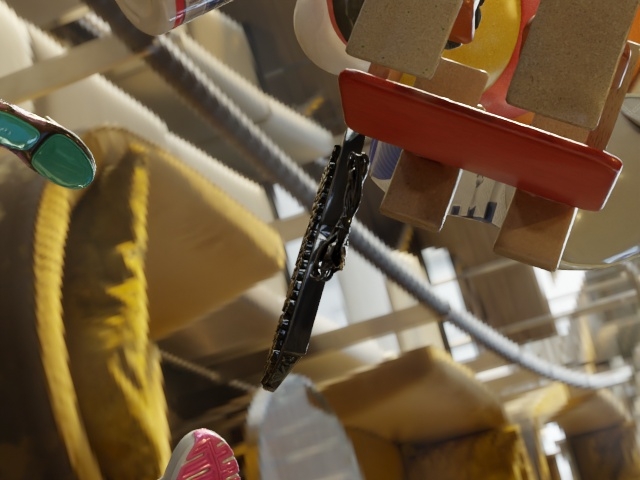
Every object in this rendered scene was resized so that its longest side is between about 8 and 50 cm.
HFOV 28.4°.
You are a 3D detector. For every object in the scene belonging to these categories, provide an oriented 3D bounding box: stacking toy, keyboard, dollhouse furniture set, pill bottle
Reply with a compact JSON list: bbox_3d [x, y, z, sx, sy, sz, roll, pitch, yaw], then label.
[{"bbox_3d":[0.137,-0.257,1.416,0.480,0.351,0.350,-14,87,-46],"label":"stacking toy"},{"bbox_3d":[0.000,0.000,1.374,0.033,0.201,0.317,22,53,-10],"label":"keyboard"},{"bbox_3d":[0.132,-0.036,0.662,0.262,0.259,0.135,69,41,-74],"label":"dollhouse furniture set"},{"bbox_3d":[-0.105,-0.275,1.193,0.180,0.108,0.108,-32,108,-27],"label":"pill bottle"}]

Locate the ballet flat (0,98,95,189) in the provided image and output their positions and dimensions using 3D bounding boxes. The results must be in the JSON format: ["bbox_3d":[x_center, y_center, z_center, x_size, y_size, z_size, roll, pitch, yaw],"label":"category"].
[{"bbox_3d":[-0.384,-0.141,1.678,0.221,0.077,0.079,32,17,-52],"label":"ballet flat"}]

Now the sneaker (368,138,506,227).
[{"bbox_3d":[0.220,-0.093,2.055,0.182,0.316,0.127,-130,-121,-81],"label":"sneaker"}]

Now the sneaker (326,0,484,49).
[{"bbox_3d":[0.061,-0.226,0.978,0.314,0.136,0.116,-55,131,-44],"label":"sneaker"}]

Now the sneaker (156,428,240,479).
[{"bbox_3d":[-0.180,0.329,1.568,0.103,0.252,0.111,-5,34,-38],"label":"sneaker"}]

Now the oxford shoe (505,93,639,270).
[{"bbox_3d":[0.368,-0.081,1.274,0.449,0.130,0.169,-15,94,-33],"label":"oxford shoe"}]
